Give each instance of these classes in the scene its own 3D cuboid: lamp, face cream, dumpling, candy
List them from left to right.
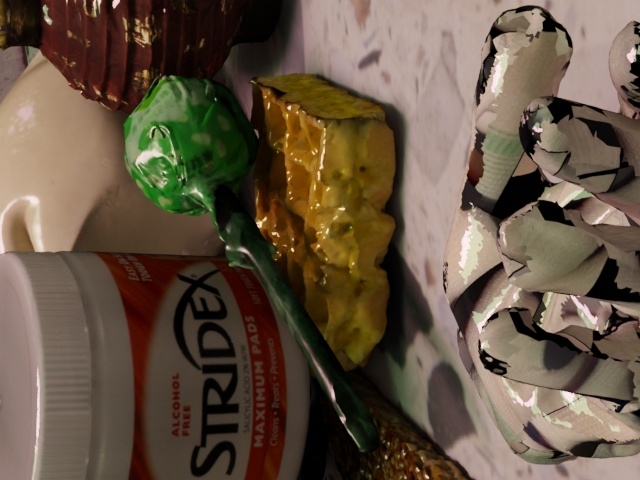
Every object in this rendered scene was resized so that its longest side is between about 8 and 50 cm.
[{"bbox_3d":[-0.192,-0.034,1.027,0.315,0.233,0.395,52,-157,-59],"label":"dumpling"},{"bbox_3d":[-0.154,-0.214,0.828,0.247,0.247,0.247,171,90,-71],"label":"lamp"},{"bbox_3d":[-0.130,0.109,0.726,0.201,0.187,0.201,-9,80,59],"label":"face cream"},{"bbox_3d":[-0.045,0.008,0.680,0.323,0.097,0.097,56,150,37],"label":"candy"}]

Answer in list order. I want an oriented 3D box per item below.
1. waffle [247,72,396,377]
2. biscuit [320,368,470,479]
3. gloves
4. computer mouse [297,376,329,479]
[{"bbox_3d":[0.000,0.000,0.733,0.160,0.055,0.211,-140,46,-63],"label":"waffle"},{"bbox_3d":[0.048,0.178,0.723,0.237,0.026,0.131,-144,50,-62],"label":"biscuit"},{"bbox_3d":[0.101,0.002,0.387,0.212,0.111,0.128,106,173,-56],"label":"gloves"},{"bbox_3d":[-0.049,0.148,0.881,0.233,0.096,0.137,-118,35,-47],"label":"computer mouse"}]
